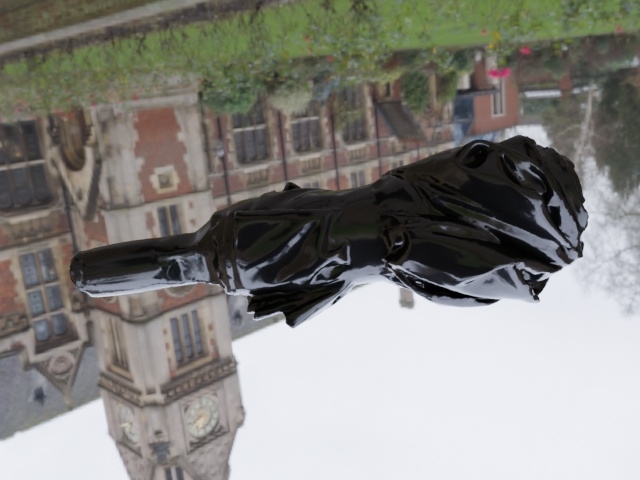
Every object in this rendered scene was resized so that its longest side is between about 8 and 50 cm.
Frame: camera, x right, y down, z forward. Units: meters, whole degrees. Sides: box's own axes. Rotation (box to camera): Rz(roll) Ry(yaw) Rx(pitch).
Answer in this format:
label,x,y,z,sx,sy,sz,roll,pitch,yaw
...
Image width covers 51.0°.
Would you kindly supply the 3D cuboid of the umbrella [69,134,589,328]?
label,x,y,z,sx,sy,sz,roll,pitch,yaw
umbrella,0.000,0.000,0.448,0.340,0.118,0.118,-6,-166,5
